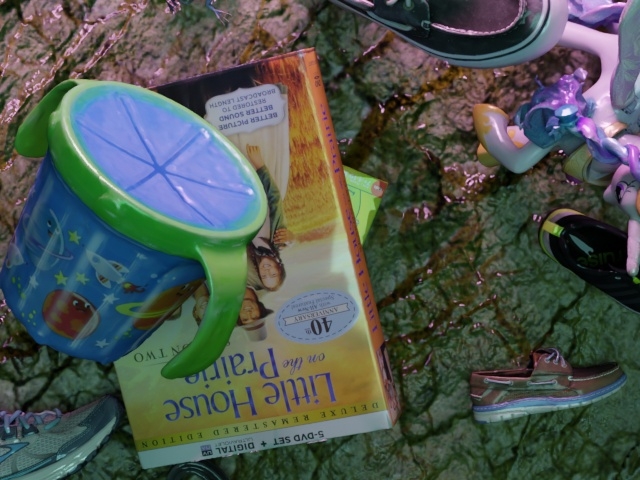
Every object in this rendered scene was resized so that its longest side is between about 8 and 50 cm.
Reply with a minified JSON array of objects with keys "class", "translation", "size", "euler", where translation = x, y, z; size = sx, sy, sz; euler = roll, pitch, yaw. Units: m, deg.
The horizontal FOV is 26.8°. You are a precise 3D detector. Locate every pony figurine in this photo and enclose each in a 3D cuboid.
[{"class":"pony figurine","translation":[0.330,-0.163,1.371],"size":[0.302,0.363,0.351],"euler":[34,94,-34]}]

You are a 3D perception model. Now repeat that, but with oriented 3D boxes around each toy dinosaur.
[{"class":"toy dinosaur","translation":[-0.131,-0.283,1.496],"size":[0.082,0.047,0.090],"euler":[-35,87,-17]}]

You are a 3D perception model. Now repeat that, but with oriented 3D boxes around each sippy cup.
[{"class":"sippy cup","translation":[-0.208,-0.005,1.365],"size":[0.240,0.305,0.224],"euler":[26,120,-21]}]

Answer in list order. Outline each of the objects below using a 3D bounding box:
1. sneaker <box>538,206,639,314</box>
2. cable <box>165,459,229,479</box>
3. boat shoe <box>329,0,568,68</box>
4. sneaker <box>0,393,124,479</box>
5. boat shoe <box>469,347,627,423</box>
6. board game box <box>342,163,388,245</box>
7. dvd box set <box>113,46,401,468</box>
[{"class":"sneaker","translation":[0.352,0.036,1.532],"size":[0.234,0.097,0.084],"euler":[22,95,-6]},{"class":"cable","translation":[-0.065,0.359,1.575],"size":[0.287,0.072,0.139],"euler":[32,107,0]},{"class":"boat shoe","translation":[0.090,-0.260,1.382],"size":[0.335,0.119,0.121],"euler":[21,94,36]},{"class":"sneaker","translation":[-0.357,0.236,1.510],"size":[0.283,0.110,0.122],"euler":[-29,94,0]},{"class":"boat shoe","translation":[0.263,0.161,1.558],"size":[0.183,0.066,0.066],"euler":[-14,96,-2]},{"class":"board game box","translation":[0.000,0.000,1.534],"size":[0.092,0.043,0.181],"euler":[22,95,-6]},{"class":"dvd box set","translation":[-0.106,0.027,1.483],"size":[0.307,0.062,0.421],"euler":[-11,98,15]}]
